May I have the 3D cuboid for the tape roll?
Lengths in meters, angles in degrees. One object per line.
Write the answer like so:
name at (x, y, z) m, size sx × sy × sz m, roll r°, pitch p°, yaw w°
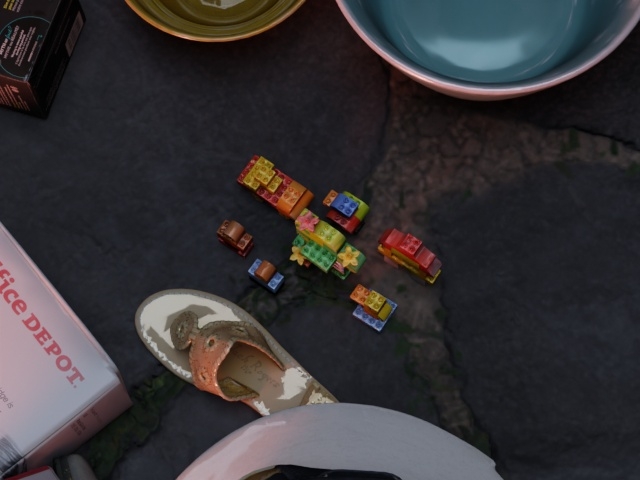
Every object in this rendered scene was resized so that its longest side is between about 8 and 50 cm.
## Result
tape roll at (0.017, 0.334, 1.561) m, size 0.392 × 0.072 × 0.392 m, roll 2°, pitch 77°, yaw -10°

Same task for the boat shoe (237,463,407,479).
boat shoe at (0.151, 0.307, 1.478) m, size 0.500 × 0.156 × 0.186 m, roll 21°, pitch 73°, yaw -7°

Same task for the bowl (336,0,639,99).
bowl at (0.158, -0.256, 1.726) m, size 0.312 × 0.163 × 0.311 m, roll -1°, pitch 73°, yaw 2°

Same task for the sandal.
sandal at (-0.070, 0.112, 1.665) m, size 0.240 × 0.079 × 0.088 m, roll 36°, pitch 77°, yaw 11°

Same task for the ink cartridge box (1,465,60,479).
ink cartridge box at (-0.302, 0.282, 1.557) m, size 0.175 × 0.127 × 0.072 m, roll -45°, pitch 75°, yaw 26°

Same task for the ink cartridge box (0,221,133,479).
ink cartridge box at (-0.344, 0.148, 1.638) m, size 0.289 × 0.121 × 0.211 m, roll -37°, pitch 76°, yaw -9°

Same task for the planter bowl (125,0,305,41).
planter bowl at (-0.098, -0.279, 1.776) m, size 0.217 × 0.090 × 0.217 m, roll 0°, pitch 74°, yaw 1°

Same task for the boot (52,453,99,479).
boot at (-0.125, 0.275, 1.628) m, size 0.161 × 0.083 × 0.246 m, roll -28°, pitch 80°, yaw -14°

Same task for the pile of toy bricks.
pile of toy bricks at (0.000, 0.000, 1.683) m, size 0.212 × 0.105 × 0.118 m, roll 33°, pitch 77°, yaw 10°

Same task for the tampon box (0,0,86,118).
tampon box at (-0.328, -0.207, 1.754) m, size 0.161 × 0.101 × 0.120 m, roll 18°, pitch 74°, yaw 7°
